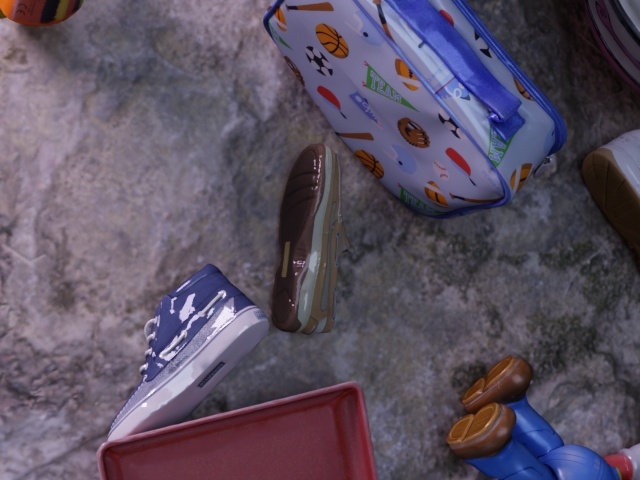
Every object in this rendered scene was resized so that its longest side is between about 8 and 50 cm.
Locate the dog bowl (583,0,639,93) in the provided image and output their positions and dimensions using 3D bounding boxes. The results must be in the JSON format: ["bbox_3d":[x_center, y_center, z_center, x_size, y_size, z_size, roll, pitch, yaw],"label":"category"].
[{"bbox_3d":[0.474,-0.305,1.122,0.408,0.150,0.407,1,80,-5],"label":"dog bowl"}]

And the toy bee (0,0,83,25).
[{"bbox_3d":[-0.265,-0.314,0.912,0.162,0.195,0.298,-16,78,-43],"label":"toy bee"}]

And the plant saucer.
[{"bbox_3d":[-0.065,0.283,0.962,0.259,0.048,0.258,-11,94,-20],"label":"plant saucer"}]

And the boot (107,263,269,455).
[{"bbox_3d":[-0.142,0.113,0.964,0.190,0.069,0.086,-42,66,-6],"label":"boot"}]

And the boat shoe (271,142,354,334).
[{"bbox_3d":[0.000,0.000,1.021,0.072,0.068,0.189,10,91,-30],"label":"boat shoe"}]

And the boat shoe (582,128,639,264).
[{"bbox_3d":[0.405,-0.001,1.132,0.096,0.098,0.277,-33,94,-18],"label":"boat shoe"}]

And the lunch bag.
[{"bbox_3d":[0.089,-0.153,0.966,0.303,0.243,0.115,47,73,-8],"label":"lunch bag"}]

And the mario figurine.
[{"bbox_3d":[0.293,0.252,1.033,0.320,0.170,0.198,43,71,-8],"label":"mario figurine"}]
